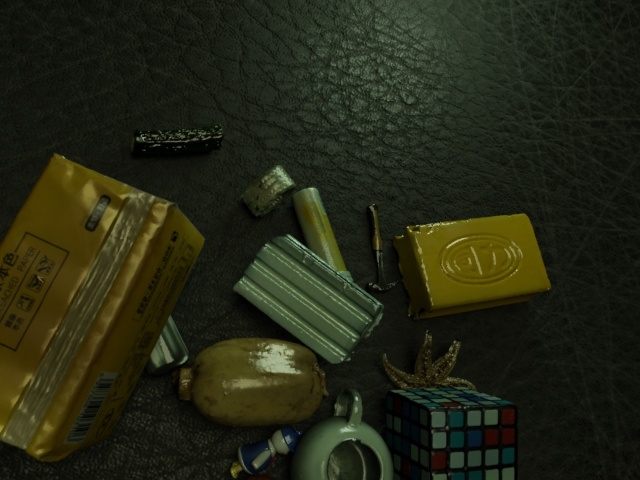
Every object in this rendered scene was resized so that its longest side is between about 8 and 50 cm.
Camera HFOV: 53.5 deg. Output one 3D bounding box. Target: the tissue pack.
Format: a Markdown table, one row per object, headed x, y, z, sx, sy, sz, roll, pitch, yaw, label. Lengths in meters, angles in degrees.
| x | y | z | sx | sy | sz | roll | pitch | yaw | label |
| --- | --- | --- | --- | --- | --- | --- | --- | --- | --- |
| -0.363 | 0.101 | 0.965 | 0.228 | 0.293 | 0.382 | 25 | 81 | 4 | tissue pack |

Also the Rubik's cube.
| x | y | z | sx | sy | sz | roll | pitch | yaw | label |
| --- | --- | --- | --- | --- | --- | --- | --- | --- | --- |
| 0.238 | 0.378 | 1.172 | 0.187 | 0.184 | 0.182 | 2 | 86 | -17 | Rubik's cube |

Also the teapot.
| x | y | z | sx | sy | sz | roll | pitch | yaw | label |
| --- | --- | --- | --- | --- | --- | --- | --- | --- | --- |
| 0.043 | 0.413 | 1.141 | 0.193 | 0.129 | 0.295 | 12 | 67 | -16 | teapot |

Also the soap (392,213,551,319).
| x | y | z | sx | sy | sz | roll | pitch | yaw | label |
| --- | --- | --- | --- | --- | --- | --- | --- | --- | --- |
| 0.331 | 0.051 | 1.401 | 0.324 | 0.096 | 0.204 | -7 | 73 | -22 | soap |

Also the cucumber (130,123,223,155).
| x | y | z | sx | sy | sz | roll | pitch | yaw | label |
| --- | --- | --- | --- | --- | --- | --- | --- | --- | --- |
| -0.294 | -0.204 | 1.300 | 0.187 | 0.058 | 0.058 | -8 | 73 | -22 | cucumber |

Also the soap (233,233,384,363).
| x | y | z | sx | sy | sz | roll | pitch | yaw | label |
| --- | --- | --- | --- | --- | --- | --- | --- | --- | --- |
| -0.017 | 0.111 | 1.214 | 0.261 | 0.094 | 0.150 | 37 | 92 | 8 | soap |

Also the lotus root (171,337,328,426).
| x | y | z | sx | sy | sz | roll | pitch | yaw | label |
| --- | --- | --- | --- | --- | --- | --- | --- | --- | --- |
| -0.122 | 0.252 | 1.135 | 0.284 | 0.160 | 0.146 | 2 | 112 | -16 | lotus root |

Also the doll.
| x | y | z | sx | sy | sz | roll | pitch | yaw | label |
| --- | --- | --- | --- | --- | --- | --- | --- | --- | --- |
| -0.095 | 0.371 | 1.123 | 0.142 | 0.099 | 0.058 | -30 | 93 | 0 | doll |

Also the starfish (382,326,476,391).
| x | y | z | sx | sy | sz | roll | pitch | yaw | label |
| --- | --- | --- | --- | --- | --- | --- | --- | --- | --- |
| 0.221 | 0.295 | 1.295 | 0.213 | 0.057 | 0.238 | 6 | 87 | -12 | starfish |

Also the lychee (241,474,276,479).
| x | y | z | sx | sy | sz | roll | pitch | yaw | label |
| --- | --- | --- | --- | --- | --- | --- | --- | --- | --- |
| -0.120 | 0.461 | 1.081 | 0.114 | 0.101 | 0.140 | 20 | 47 | 22 | lychee |

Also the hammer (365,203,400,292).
| x | y | z | sx | sy | sz | roll | pitch | yaw | label |
| --- | --- | --- | --- | --- | --- | --- | --- | --- | --- |
| 0.128 | 0.016 | 1.384 | 0.078 | 0.021 | 0.201 | 2 | 70 | -19 | hammer |

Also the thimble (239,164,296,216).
| x | y | z | sx | sy | sz | roll | pitch | yaw | label |
| --- | --- | --- | --- | --- | --- | --- | --- | --- | --- |
| -0.108 | -0.101 | 1.309 | 0.110 | 0.084 | 0.062 | -38 | 83 | -11 | thimble |

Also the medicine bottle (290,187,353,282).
| x | y | z | sx | sy | sz | roll | pitch | yaw | label |
| --- | --- | --- | --- | --- | --- | --- | --- | --- | --- |
| 0.000 | 0.000 | 1.320 | 0.073 | 0.074 | 0.218 | -12 | 73 | -23 | medicine bottle |

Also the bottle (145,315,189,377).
| x | y | z | sx | sy | sz | roll | pitch | yaw | label |
| --- | --- | --- | --- | --- | --- | --- | --- | --- | --- |
| -0.319 | 0.120 | 1.156 | 0.096 | 0.079 | 0.254 | -18 | 76 | -51 | bottle |
